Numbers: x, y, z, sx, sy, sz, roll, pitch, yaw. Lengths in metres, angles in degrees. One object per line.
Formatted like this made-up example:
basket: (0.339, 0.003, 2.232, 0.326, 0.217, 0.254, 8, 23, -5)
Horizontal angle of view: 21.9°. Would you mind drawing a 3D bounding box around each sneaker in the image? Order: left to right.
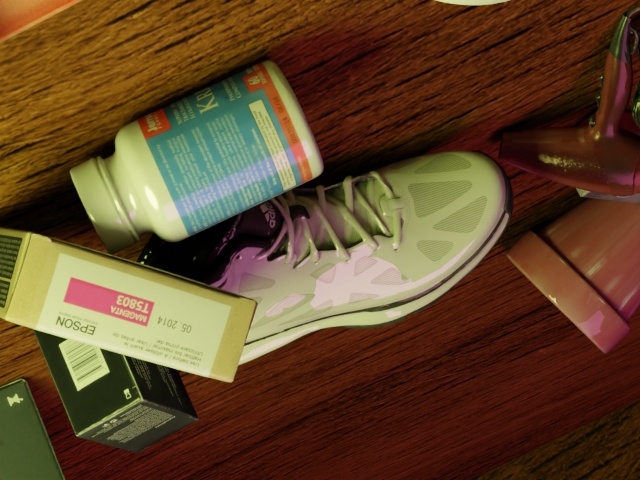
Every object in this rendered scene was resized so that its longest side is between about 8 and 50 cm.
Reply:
sneaker: (0.000, 0.001, 1.807, 0.447, 0.169, 0.257, -25, 160, 1)

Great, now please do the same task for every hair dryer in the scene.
hair dryer: (0.342, -0.153, 1.940, 0.293, 0.224, 0.080, -27, -157, 22)

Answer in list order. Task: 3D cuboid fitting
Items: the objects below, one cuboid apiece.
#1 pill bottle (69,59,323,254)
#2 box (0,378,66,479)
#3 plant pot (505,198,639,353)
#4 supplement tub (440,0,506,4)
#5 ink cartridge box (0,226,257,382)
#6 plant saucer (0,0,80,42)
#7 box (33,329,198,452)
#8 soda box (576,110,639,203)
pill bottle: (-0.119, -0.073, 1.573, 0.221, 0.124, 0.124, -25, 158, -4)
box: (-0.381, 0.374, 2.042, 0.182, 0.296, 0.294, -21, 156, -13)
plant pot: (0.388, 0.026, 2.287, 0.180, 0.201, 0.201, -45, 156, 4)
supplement tub: (0.130, -0.337, 1.126, 0.235, 0.235, 0.325, -18, 156, -21)
ink cartridge box: (-0.207, 0.059, 1.590, 0.234, 0.088, 0.193, 19, 175, -23)
plant saucer: (-0.298, -0.180, 1.145, 0.259, 0.048, 0.258, -4, 173, -42)
box: (-0.234, 0.148, 1.887, 0.093, 0.156, 0.158, -30, 158, 11)
soda box: (0.417, -0.106, 2.146, 0.092, 0.083, 0.263, -40, 155, 30)
